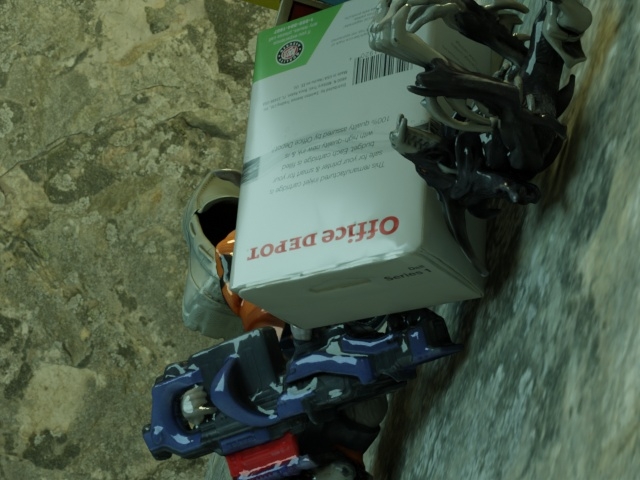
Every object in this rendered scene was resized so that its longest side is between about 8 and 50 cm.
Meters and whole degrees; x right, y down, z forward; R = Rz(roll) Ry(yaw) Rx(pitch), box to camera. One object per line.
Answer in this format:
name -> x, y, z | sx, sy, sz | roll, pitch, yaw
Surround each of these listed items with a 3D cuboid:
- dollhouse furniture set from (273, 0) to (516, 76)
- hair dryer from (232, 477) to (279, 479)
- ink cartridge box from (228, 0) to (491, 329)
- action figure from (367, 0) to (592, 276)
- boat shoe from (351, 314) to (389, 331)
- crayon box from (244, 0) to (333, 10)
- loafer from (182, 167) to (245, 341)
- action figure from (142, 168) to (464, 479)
dollhouse furniture set -> 0.050, -0.157, 1.147 | 0.129, 0.184, 0.128 | -112, 38, -81
hair dryer -> -0.029, 0.236, 1.552 | 0.223, 0.080, 0.293 | -55, 18, 22
ink cartridge box -> 0.031, -0.058, 0.950 | 0.160, 0.093, 0.219 | -12, 60, 33
action figure -> 0.099, -0.125, 0.805 | 0.164, 0.141, 0.275 | -87, 17, -75
boat shoe -> 0.058, 0.002, 1.233 | 0.083, 0.065, 0.183 | -171, 96, -82
crayon box -> -0.023, -0.453, 1.800 | 0.313, 0.363, 0.106 | 113, 172, -49
loafer -> -0.103, -0.007, 1.570 | 0.319, 0.112, 0.111 | -98, 28, -58
action figure -> 0.015, 0.072, 1.091 | 0.341, 0.179, 0.330 | -14, 72, 44
